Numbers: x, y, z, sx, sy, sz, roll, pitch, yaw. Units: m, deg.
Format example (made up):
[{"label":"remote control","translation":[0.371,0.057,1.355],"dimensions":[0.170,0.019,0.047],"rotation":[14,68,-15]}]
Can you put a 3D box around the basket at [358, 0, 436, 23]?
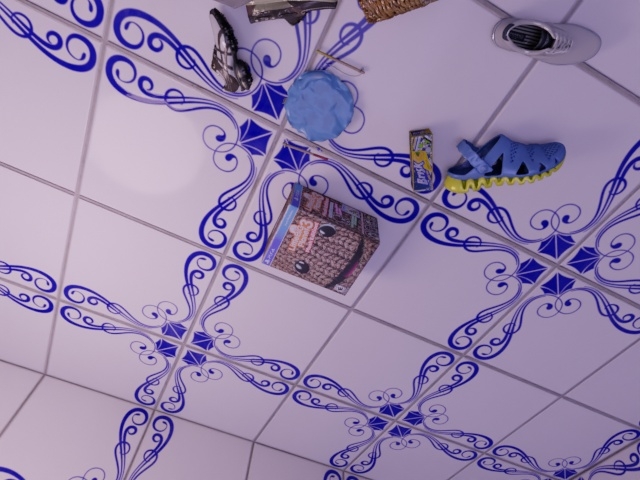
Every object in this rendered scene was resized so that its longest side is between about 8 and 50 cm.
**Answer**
[{"label":"basket","translation":[0.173,-0.659,0.876],"dimensions":[0.213,0.223,0.299],"rotation":[-39,118,-11]}]

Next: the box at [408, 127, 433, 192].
[{"label":"box","translation":[0.284,-0.223,1.179],"dimensions":[0.059,0.054,0.169],"rotation":[-6,122,7]}]

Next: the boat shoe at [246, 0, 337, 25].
[{"label":"boat shoe","translation":[-0.067,-0.544,0.980],"dimensions":[0.223,0.080,0.074],"rotation":[3,129,8]}]

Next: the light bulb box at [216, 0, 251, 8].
[{"label":"light bulb box","translation":[-0.179,-0.647,0.717],"dimensions":[0.225,0.358,0.362],"rotation":[-16,111,13]}]

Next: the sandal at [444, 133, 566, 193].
[{"label":"sandal","translation":[0.494,-0.223,1.130],"dimensions":[0.316,0.126,0.138],"rotation":[-11,118,9]}]

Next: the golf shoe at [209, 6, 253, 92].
[{"label":"golf shoe","translation":[-0.245,-0.464,1.041],"dimensions":[0.093,0.077,0.198],"rotation":[-13,120,13]}]

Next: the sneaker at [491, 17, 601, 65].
[{"label":"sneaker","translation":[0.536,-0.461,0.982],"dimensions":[0.257,0.091,0.094],"rotation":[6,124,0]}]

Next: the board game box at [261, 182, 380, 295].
[{"label":"board game box","translation":[0.000,0.000,1.293],"dimensions":[0.290,0.141,0.232],"rotation":[22,122,-11]}]

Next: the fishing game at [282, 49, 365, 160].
[{"label":"fishing game","translation":[-0.005,-0.358,1.119],"dimensions":[0.188,0.041,0.264],"rotation":[17,115,-8]}]
